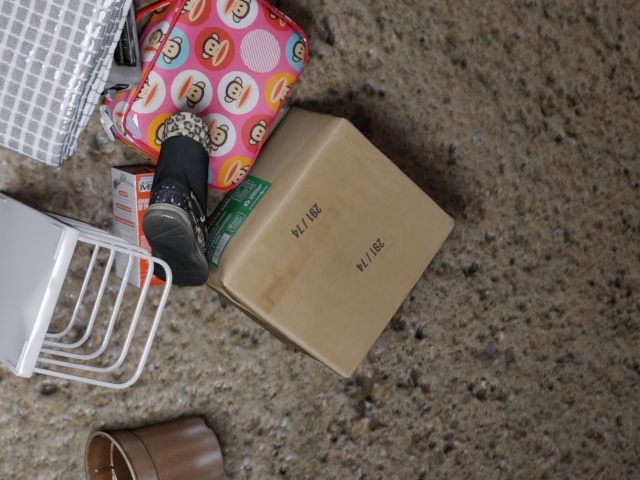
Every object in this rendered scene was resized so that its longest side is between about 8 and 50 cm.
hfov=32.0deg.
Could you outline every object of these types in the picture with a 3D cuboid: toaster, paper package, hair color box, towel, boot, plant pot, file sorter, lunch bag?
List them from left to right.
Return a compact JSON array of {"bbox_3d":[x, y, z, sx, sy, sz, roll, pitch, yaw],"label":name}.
[{"bbox_3d":[-0.363,-0.254,1.322,0.235,0.121,0.283,23,109,-1],"label":"towel"},{"bbox_3d":[-0.346,0.068,1.510,0.173,0.278,0.192,18,91,-35],"label":"file sorter"},{"bbox_3d":[-0.328,-0.276,1.484,0.168,0.110,0.185,-14,99,-71],"label":"toaster"},{"bbox_3d":[-0.265,-0.023,1.648,0.053,0.093,0.167,-9,105,-31],"label":"hair color box"},{"bbox_3d":[-0.248,0.349,1.707,0.165,0.167,0.166,-13,107,-38],"label":"plant pot"},{"bbox_3d":[-0.189,-0.050,1.561,0.085,0.236,0.178,6,64,3],"label":"boot"},{"bbox_3d":[-0.180,-0.242,1.638,0.258,0.120,0.293,32,83,-32],"label":"lunch bag"},{"bbox_3d":[0.000,0.000,1.771,0.309,0.168,0.324,41,79,-30],"label":"paper package"}]
